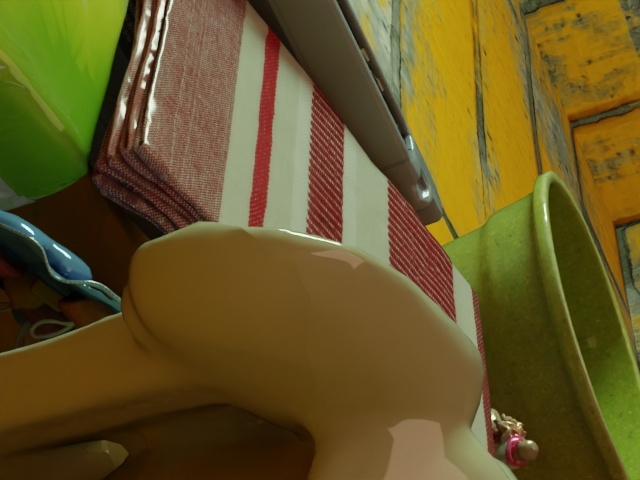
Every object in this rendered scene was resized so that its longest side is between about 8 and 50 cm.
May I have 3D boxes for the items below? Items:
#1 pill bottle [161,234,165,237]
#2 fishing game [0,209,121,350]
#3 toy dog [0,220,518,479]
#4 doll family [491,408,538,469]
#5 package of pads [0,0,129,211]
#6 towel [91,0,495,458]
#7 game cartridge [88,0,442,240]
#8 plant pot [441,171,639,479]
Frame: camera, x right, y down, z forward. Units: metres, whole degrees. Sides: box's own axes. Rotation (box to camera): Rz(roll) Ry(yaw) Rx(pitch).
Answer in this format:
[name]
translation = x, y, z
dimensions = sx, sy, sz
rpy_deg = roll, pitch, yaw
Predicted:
[pill bottle]
translation = -0.040, 0.128, 0.855
dimensions = 0.160, 0.160, 0.283
rpy_deg = 54, 25, -45
[fishing game]
translation = -0.125, 0.036, 0.670
dimensions = 0.264, 0.189, 0.041
rpy_deg = 43, 71, -36
[toy dog]
translation = -0.049, 0.260, 0.542
dimensions = 0.395, 0.285, 0.407
rpy_deg = 38, 49, -48
[doll family]
translation = 0.023, 0.175, 0.965
dimensions = 0.118, 0.263, 0.163
rpy_deg = 29, 45, -15
[package of pads]
translation = -0.213, -0.181, 0.706
dimensions = 0.296, 0.101, 0.229
rpy_deg = 52, 25, -32
[towel]
translation = 0.000, 0.000, 0.825
dimensions = 0.329, 0.037, 0.237
rpy_deg = 50, 25, -29
[game cartridge]
translation = -0.064, -0.098, 0.942
dimensions = 0.060, 0.196, 0.294
rpy_deg = -95, 161, -56
[plant pot]
translation = 0.101, 0.116, 1.138
dimensions = 0.276, 0.254, 0.276
rpy_deg = -18, 90, -73
